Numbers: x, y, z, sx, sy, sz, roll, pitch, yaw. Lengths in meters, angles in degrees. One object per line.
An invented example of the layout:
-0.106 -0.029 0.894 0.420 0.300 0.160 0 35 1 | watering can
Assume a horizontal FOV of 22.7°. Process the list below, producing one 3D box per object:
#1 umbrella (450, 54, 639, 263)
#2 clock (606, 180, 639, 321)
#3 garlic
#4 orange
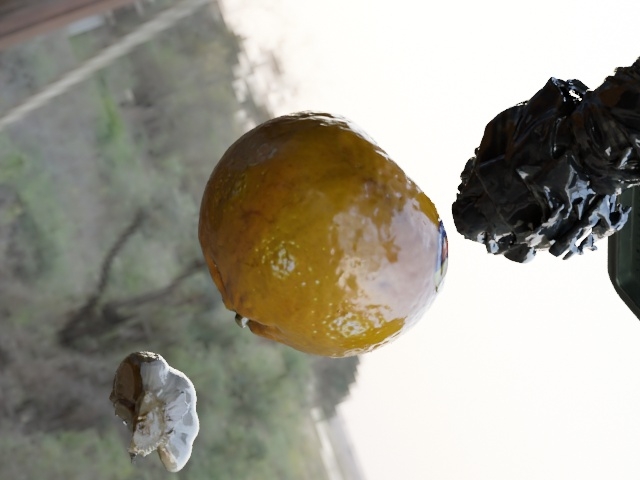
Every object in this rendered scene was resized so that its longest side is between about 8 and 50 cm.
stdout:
0.247 -0.096 1.298 0.128 0.336 0.154 30 40 -25 | umbrella
0.385 0.043 1.618 0.279 0.049 0.273 56 -15 37 | clock
-0.147 0.153 1.431 0.094 0.074 0.113 138 -60 -74 | garlic
0.002 -0.002 1.096 0.177 0.155 0.177 52 13 -18 | orange
